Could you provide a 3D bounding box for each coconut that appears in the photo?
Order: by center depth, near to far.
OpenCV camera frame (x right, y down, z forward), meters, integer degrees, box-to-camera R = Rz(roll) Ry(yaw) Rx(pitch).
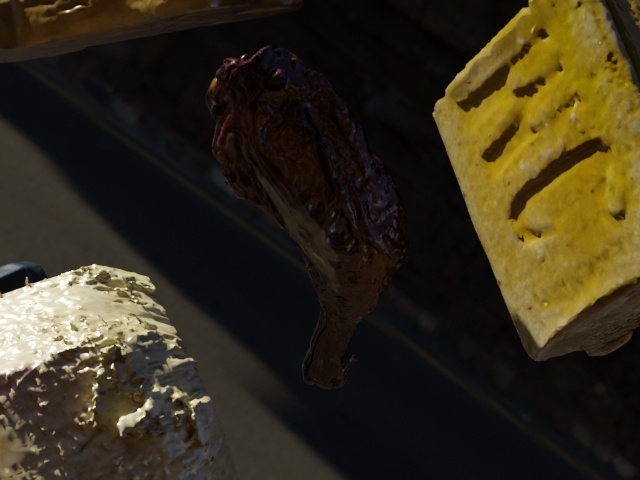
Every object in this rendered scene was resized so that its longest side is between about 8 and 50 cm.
[{"bbox_3d":[-0.238,0.188,1.247,0.297,0.309,0.297,158,-90,-79],"label":"coconut"}]

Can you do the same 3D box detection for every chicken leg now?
[{"bbox_3d":[0.000,0.000,1.368,0.158,0.407,0.096,5,46,23],"label":"chicken leg"}]

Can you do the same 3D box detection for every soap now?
[{"bbox_3d":[0.284,-0.077,1.583,0.156,0.293,0.335,-4,66,-37],"label":"soap"}]

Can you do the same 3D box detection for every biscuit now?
[{"bbox_3d":[-0.238,-0.247,1.598,0.368,0.394,0.076,-28,109,-75],"label":"biscuit"}]

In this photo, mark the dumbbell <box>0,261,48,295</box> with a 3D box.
[{"bbox_3d":[-0.342,0.187,1.795,0.316,0.156,0.143,65,-27,2],"label":"dumbbell"}]
